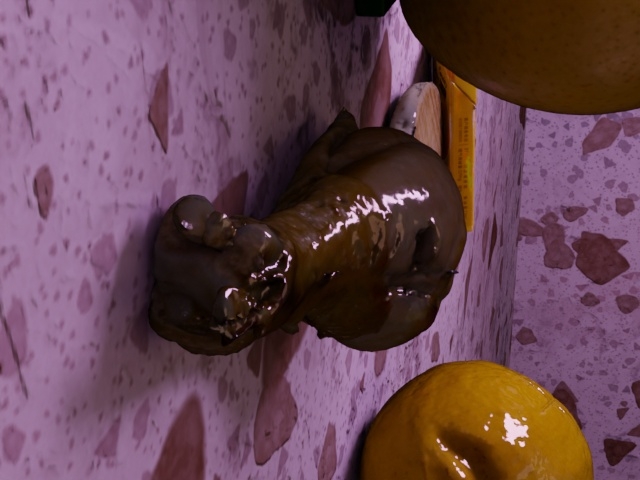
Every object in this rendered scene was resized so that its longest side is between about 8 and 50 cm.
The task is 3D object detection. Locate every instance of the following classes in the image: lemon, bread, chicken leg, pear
[{"bbox_3d":[0.185,0.287,1.223,0.297,0.297,0.297,6,90,-74],"label":"lemon"},{"bbox_3d":[0.112,-0.067,1.256,0.267,0.040,0.267,7,90,-74],"label":"bread"},{"bbox_3d":[0.000,0.000,0.751,0.429,0.152,0.202,-19,102,-65],"label":"chicken leg"},{"bbox_3d":[0.264,-0.290,0.921,0.362,0.418,0.363,13,73,-52],"label":"pear"}]

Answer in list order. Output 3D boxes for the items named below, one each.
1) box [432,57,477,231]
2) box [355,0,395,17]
[{"bbox_3d":[0.183,-0.161,1.398,0.152,0.043,0.269,-98,-178,-55],"label":"box"},{"bbox_3d":[0.080,-0.331,1.055,0.235,0.034,0.132,-59,150,-54],"label":"box"}]
